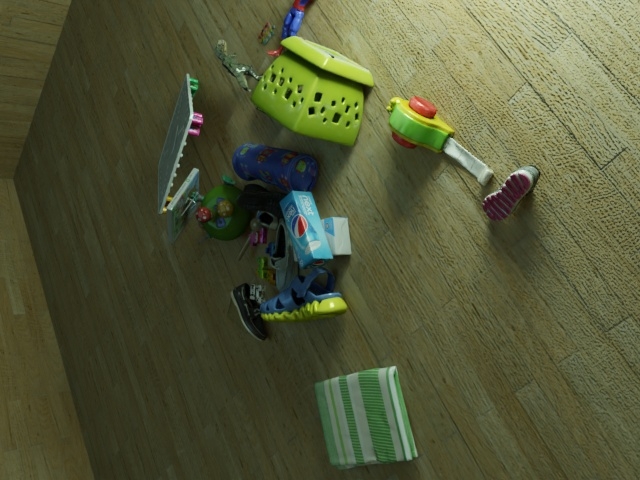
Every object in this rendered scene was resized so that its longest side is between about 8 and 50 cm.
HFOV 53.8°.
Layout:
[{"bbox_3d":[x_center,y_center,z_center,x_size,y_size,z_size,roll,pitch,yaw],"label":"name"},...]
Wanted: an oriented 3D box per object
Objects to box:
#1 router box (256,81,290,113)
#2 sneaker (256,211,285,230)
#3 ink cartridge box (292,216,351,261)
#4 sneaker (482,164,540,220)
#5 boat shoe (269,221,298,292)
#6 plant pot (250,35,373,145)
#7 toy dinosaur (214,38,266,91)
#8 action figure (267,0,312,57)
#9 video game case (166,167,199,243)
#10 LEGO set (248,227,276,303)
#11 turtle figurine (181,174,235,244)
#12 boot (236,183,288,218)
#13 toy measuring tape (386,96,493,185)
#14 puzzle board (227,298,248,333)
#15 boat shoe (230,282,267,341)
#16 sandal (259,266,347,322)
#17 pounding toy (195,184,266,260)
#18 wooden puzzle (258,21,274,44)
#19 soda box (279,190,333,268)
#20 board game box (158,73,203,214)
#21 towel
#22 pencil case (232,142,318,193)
[{"bbox_3d":[-0.140,-0.427,1.936,0.122,0.038,0.092,36,117,42],"label":"router box"},{"bbox_3d":[-0.169,-0.092,1.947,0.185,0.083,0.070,39,120,40],"label":"sneaker"},{"bbox_3d":[0.000,0.000,1.776,0.181,0.061,0.105,-12,82,48],"label":"ink cartridge box"},{"bbox_3d":[0.405,-0.101,1.323,0.063,0.074,0.170,50,151,14],"label":"sneaker"},{"bbox_3d":[-0.114,0.051,1.890,0.079,0.081,0.228,21,106,49],"label":"boat shoe"},{"bbox_3d":[-0.011,-0.399,1.661,0.228,0.227,0.207,43,116,39],"label":"plant pot"},{"bbox_3d":[-0.244,-0.533,1.989,0.268,0.118,0.064,54,129,31],"label":"toy dinosaur"},{"bbox_3d":[-0.098,-0.654,1.814,0.091,0.139,0.280,50,124,33],"label":"action figure"},{"bbox_3d":[-0.473,-0.118,2.184,0.023,0.193,0.212,23,147,5],"label":"video game case"},{"bbox_3d":[-0.181,0.077,1.958,0.093,0.087,0.227,2,89,44],"label":"LEGO set"},{"bbox_3d":[-0.368,-0.103,2.148,0.234,0.118,0.175,-44,77,21],"label":"turtle figurine"},{"bbox_3d":[-0.146,-0.131,1.904,0.137,0.197,0.077,-93,18,-69],"label":"boot"},{"bbox_3d":[0.251,-0.236,1.447,0.330,0.121,0.121,51,126,34],"label":"toy measuring tape"},{"bbox_3d":[-0.269,0.243,2.128,0.128,0.011,0.097,32,113,43],"label":"puzzle board"},{"bbox_3d":[-0.219,0.227,2.025,0.065,0.075,0.206,-40,64,17],"label":"boat shoe"},{"bbox_3d":[-0.053,0.163,1.811,0.317,0.126,0.138,-16,74,40],"label":"sandal"},{"bbox_3d":[-0.306,-0.071,2.012,0.237,0.110,0.183,45,104,14],"label":"pounding toy"},{"bbox_3d":[-0.169,-0.651,1.984,0.083,0.006,0.049,-40,62,41],"label":"wooden puzzle"},{"bbox_3d":[-0.040,-0.029,1.719,0.067,0.071,0.210,-39,60,41],"label":"soda box"},{"bbox_3d":[-0.500,-0.341,2.232,0.390,0.050,0.390,-110,39,-54],"label":"board game box"},{"bbox_3d":[0.112,0.479,1.691,0.324,0.038,0.248,-28,69,47],"label":"towel"},{"bbox_3d":[-0.132,-0.213,1.878,0.306,0.133,0.119,20,65,46],"label":"pencil case"}]
